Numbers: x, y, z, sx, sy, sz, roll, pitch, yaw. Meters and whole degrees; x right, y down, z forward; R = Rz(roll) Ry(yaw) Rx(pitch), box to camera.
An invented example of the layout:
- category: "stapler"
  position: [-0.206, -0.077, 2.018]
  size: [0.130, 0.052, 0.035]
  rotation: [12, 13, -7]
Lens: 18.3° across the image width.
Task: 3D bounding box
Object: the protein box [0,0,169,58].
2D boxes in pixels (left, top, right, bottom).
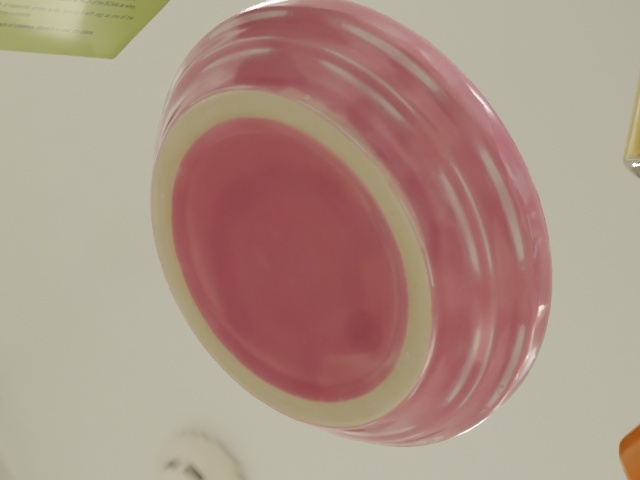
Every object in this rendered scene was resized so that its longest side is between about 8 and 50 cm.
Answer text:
- category: "protein box"
  position: [-0.129, -0.208, 0.971]
  size: [0.201, 0.200, 0.136]
  rotation: [-43, -108, 24]

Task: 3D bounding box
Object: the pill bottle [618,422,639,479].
- category: "pill bottle"
  position: [0.274, 0.066, 1.048]
  size: [0.246, 0.130, 0.130]
  rotation: [-43, -93, 21]

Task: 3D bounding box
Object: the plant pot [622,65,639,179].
- category: "plant pot"
  position: [0.346, -0.138, 1.489]
  size: [0.254, 0.239, 0.254]
  rotation: [23, -5, 2]

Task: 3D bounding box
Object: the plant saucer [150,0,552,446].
- category: "plant saucer"
  position: [0.000, 0.000, 1.366]
  size: [0.332, 0.084, 0.332]
  rotation: [20, -57, 33]
